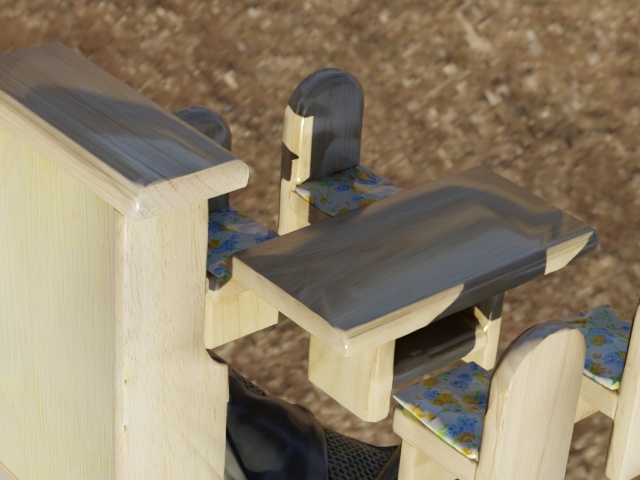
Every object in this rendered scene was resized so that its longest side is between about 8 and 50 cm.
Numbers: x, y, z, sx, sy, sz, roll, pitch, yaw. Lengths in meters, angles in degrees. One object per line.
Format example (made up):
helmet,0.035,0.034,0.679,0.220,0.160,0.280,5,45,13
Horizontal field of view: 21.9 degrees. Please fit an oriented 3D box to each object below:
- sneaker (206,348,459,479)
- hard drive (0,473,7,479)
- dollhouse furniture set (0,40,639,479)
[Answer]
sneaker,0.011,0.115,0.729,0.130,0.087,0.227,-15,38,-34
hard drive,-0.200,0.212,1.024,0.047,0.353,0.233,15,99,-31
dollhouse furniture set,0.000,0.000,0.625,0.242,0.161,0.212,-20,38,-35
